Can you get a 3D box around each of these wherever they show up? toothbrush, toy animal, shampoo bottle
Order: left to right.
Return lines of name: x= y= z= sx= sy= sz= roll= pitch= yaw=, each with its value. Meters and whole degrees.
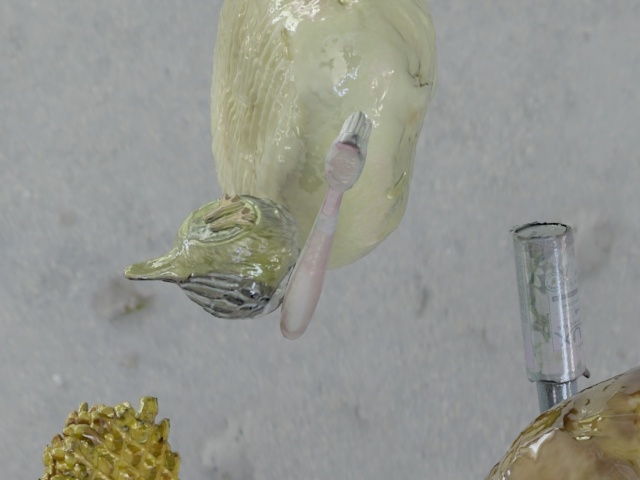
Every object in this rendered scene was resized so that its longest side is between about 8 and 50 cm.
toy animal: x=-0.077 y=0.024 z=1.219 sx=0.137 sy=0.098 sz=0.098 roll=-26 pitch=64 yaw=-13
toothbrush: x=0.000 y=0.000 z=1.099 sx=0.025 sy=0.307 sz=0.029 roll=20 pitch=62 yaw=1
shampoo bottle: x=0.248 y=0.088 z=1.718 sx=0.072 sy=0.072 sz=0.214 roll=-8 pitch=106 yaw=1

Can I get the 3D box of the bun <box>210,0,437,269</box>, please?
bun: x=0.013 y=-0.149 z=1.676 sx=0.213 sy=0.361 sz=0.361 roll=-2 pitch=62 yaw=-18

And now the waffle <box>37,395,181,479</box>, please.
waffle: x=-0.193 y=0.247 z=1.501 sx=0.070 sy=0.197 sz=0.193 roll=-18 pitch=99 yaw=27

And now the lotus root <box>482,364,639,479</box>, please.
lotus root: x=0.189 y=0.129 z=0.699 sx=0.193 sy=0.291 sz=0.193 roll=2 pitch=95 yaw=32
